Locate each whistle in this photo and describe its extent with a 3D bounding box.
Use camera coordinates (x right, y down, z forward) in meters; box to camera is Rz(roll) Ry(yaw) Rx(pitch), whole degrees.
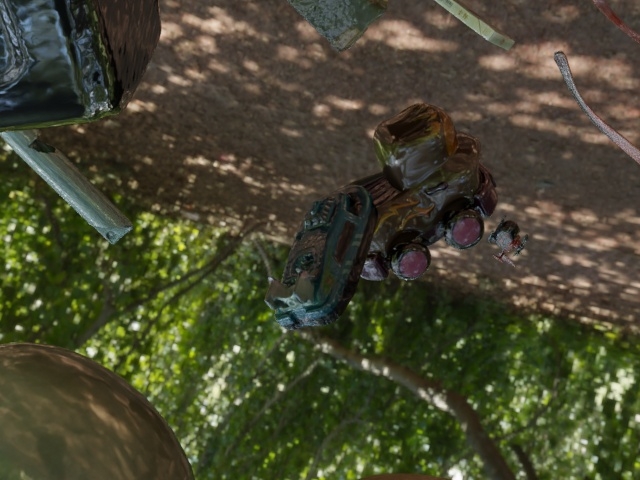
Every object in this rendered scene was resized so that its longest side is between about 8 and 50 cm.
[{"bbox_3d":[-0.482,-0.118,1.404,0.312,0.062,0.062,49,156,-20],"label":"whistle"}]

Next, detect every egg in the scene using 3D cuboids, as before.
[{"bbox_3d":[-0.288,0.268,0.817,0.352,0.258,0.258,48,169,7],"label":"egg"}]

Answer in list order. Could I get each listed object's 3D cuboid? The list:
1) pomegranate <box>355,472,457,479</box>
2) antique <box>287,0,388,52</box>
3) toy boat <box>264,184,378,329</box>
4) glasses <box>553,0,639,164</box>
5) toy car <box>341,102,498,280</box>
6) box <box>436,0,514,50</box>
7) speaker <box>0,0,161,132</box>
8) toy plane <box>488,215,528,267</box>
[{"bbox_3d":[0.043,0.275,0.469,0.270,0.252,0.229,11,165,8],"label":"pomegranate"},{"bbox_3d":[-0.009,-0.531,1.508,0.284,0.125,0.150,31,134,-29],"label":"antique"},{"bbox_3d":[0.000,0.000,1.200,0.134,0.299,0.092,-15,128,32],"label":"toy boat"},{"bbox_3d":[0.477,-0.233,1.151,0.268,0.234,0.118,37,152,1],"label":"glasses"},{"bbox_3d":[0.158,-0.099,1.427,0.240,0.340,0.271,56,-177,-27],"label":"toy car"},{"bbox_3d":[0.278,-0.414,1.382,0.167,0.024,0.090,47,-153,27],"label":"box"},{"bbox_3d":[-0.161,-0.135,0.308,0.180,0.184,0.388,-8,162,-10],"label":"speaker"},{"bbox_3d":[0.311,0.004,1.232,0.060,0.037,0.145,35,164,18],"label":"toy plane"}]
